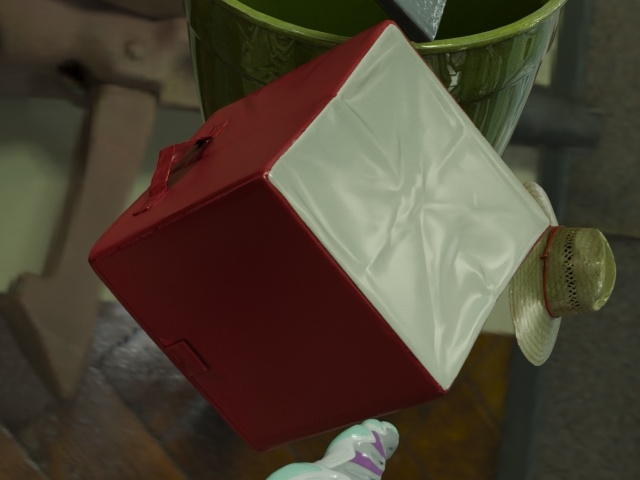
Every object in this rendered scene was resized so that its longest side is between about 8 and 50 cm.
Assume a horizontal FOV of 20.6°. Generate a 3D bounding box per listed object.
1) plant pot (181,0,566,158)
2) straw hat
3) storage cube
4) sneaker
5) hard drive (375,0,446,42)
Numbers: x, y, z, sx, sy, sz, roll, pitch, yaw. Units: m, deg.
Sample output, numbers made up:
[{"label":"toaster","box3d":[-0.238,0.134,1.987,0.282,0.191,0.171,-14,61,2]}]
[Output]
[{"label":"plant pot","box3d":[0.037,-0.137,1.671,0.366,0.366,0.353,-22,137,-29]},{"label":"straw hat","box3d":[0.193,0.024,1.352,0.144,0.061,0.144,14,74,-63]},{"label":"storage cube","box3d":[0.000,0.000,1.177,0.215,0.193,0.183,51,48,-15]},{"label":"sneaker","box3d":[0.020,0.128,0.830,0.098,0.069,0.038,-26,151,-44]},{"label":"hard drive","box3d":[0.055,-0.222,1.310,0.135,0.022,0.094,40,60,-45]}]
